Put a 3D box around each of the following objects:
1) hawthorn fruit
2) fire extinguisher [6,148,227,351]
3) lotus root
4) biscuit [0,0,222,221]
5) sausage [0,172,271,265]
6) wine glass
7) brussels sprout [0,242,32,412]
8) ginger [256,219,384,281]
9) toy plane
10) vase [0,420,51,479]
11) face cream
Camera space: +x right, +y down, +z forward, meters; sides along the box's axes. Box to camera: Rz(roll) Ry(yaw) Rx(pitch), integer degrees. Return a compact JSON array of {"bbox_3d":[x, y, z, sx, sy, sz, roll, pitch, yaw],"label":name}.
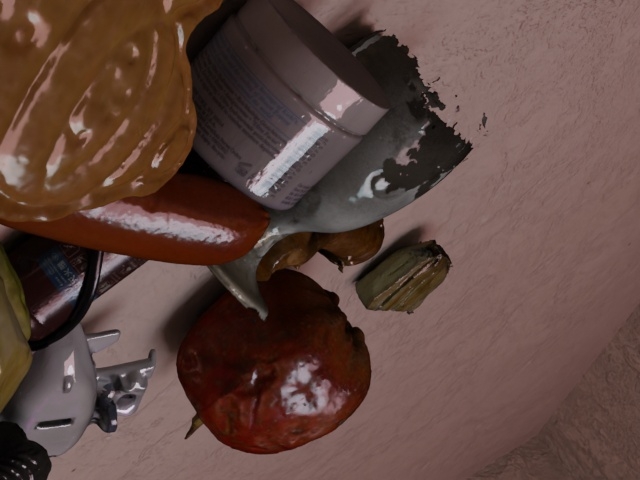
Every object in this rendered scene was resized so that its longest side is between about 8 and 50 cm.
[{"bbox_3d":[-0.064,0.165,1.662,0.261,0.258,0.258,-16,150,-17],"label":"hawthorn fruit"},{"bbox_3d":[-0.246,0.000,1.270,0.341,0.105,0.141,-36,118,-2],"label":"fire extinguisher"},{"bbox_3d":[0.138,0.050,1.972,0.144,0.070,0.143,-42,151,17],"label":"lotus root"},{"bbox_3d":[-0.204,-0.158,0.953,0.351,0.057,0.312,16,102,-52],"label":"biscuit"},{"bbox_3d":[-0.199,-0.038,1.137,0.348,0.094,0.097,18,148,-33],"label":"sausage"},{"bbox_3d":[0.005,-0.078,1.393,0.357,0.190,0.190,-38,157,2],"label":"wine glass"},{"bbox_3d":[-0.382,0.066,0.990,0.260,0.294,0.227,-61,-169,8],"label":"brussels sprout"},{"bbox_3d":[0.004,-0.012,1.615,0.309,0.107,0.133,-3,124,-60],"label":"ginger"},{"bbox_3d":[-0.317,0.165,1.425,0.266,0.123,0.267,-15,145,-11],"label":"toy plane"},{"bbox_3d":[-0.379,0.281,1.261,0.115,0.115,0.237,-49,178,20],"label":"vase"},{"bbox_3d":[-0.044,-0.139,1.214,0.153,0.177,0.177,-45,157,17],"label":"face cream"}]
